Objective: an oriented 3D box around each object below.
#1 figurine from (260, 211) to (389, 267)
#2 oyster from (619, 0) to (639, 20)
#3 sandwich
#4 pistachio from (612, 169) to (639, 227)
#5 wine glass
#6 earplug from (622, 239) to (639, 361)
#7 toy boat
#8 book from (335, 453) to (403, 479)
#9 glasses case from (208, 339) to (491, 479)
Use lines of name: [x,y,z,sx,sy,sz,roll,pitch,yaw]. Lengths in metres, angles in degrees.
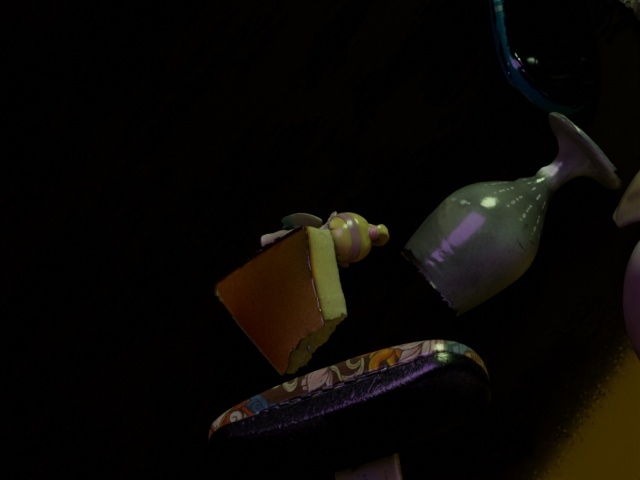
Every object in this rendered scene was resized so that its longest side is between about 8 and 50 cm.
figurine: [0.000,0.000,1.505,0.187,0.083,0.083,-12,53,41]
oyster: [0.438,-0.288,1.424,0.199,0.087,0.252,-2,46,31]
sandwich: [-0.049,0.091,1.452,0.193,0.058,0.162,-31,61,43]
pistachio: [0.416,-0.065,1.242,0.223,0.126,0.152,-38,13,10]
wine glass: [0.213,-0.028,1.341,0.241,0.126,0.126,-42,47,0]
earplug: [0.348,0.085,1.053,0.172,0.301,0.172,-17,52,23]
toy boat: [0.263,-0.265,1.500,0.092,0.134,0.299,-47,35,46]
book: [0.052,0.257,1.318,0.077,0.014,0.111,-23,49,18]
glasses case: [0.028,0.190,1.286,0.321,0.122,0.082,-21,50,18]
